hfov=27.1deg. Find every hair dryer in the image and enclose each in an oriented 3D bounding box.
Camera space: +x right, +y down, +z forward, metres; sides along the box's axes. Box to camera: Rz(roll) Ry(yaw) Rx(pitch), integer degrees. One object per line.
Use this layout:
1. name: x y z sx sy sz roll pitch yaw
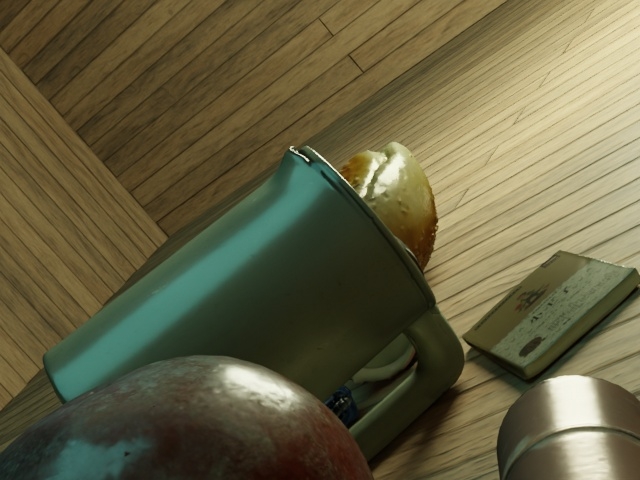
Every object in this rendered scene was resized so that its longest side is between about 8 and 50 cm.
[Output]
1. hair dryer: 0.079 0.245 0.800 0.344 0.107 0.189 -47 10 16

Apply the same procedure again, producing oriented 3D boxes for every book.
1. book: 0.211 0.065 1.244 0.138 0.016 0.199 -41 10 -4

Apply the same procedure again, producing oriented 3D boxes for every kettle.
1. kettle: -0.053 0.106 1.222 0.318 0.265 0.205 -41 -12 -5

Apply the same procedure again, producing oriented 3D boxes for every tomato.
1. tomato: -0.107 0.237 0.977 0.317 0.282 0.316 -31 2 1

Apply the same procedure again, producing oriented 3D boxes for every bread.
1. bread: 0.042 0.018 1.640 0.314 0.171 0.192 -44 14 -12

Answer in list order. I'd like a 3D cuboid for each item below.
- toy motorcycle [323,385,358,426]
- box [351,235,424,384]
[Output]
1. toy motorcycle: -0.031 0.201 1.409 0.205 0.076 0.114 -36 2 34
2. box: 0.048 0.076 1.450 0.151 0.151 0.135 -39 18 8
